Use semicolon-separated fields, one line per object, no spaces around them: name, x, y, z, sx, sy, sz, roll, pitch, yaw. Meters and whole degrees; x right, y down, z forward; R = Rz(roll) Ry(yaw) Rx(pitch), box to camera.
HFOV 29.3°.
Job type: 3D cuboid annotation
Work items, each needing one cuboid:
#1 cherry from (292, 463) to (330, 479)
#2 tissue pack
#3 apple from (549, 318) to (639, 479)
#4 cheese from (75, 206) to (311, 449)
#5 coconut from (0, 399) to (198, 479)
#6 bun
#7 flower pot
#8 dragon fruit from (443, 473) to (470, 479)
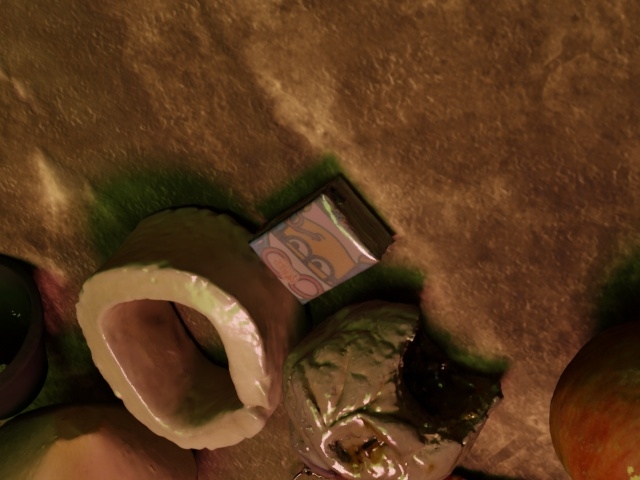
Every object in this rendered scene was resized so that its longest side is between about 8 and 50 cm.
cherry;-0.044;0.441;1.910;0.107;0.090;0.225;43;125;8
tissue pack;0.000;0.000;1.549;0.155;0.065;0.115;-30;105;42
apple;0.409;0.232;1.375;0.250;0.277;0.309;-36;127;2
cheese;-0.165;0.131;1.680;0.292;0.153;0.332;-2;125;30
coconut;-0.357;0.388;1.880;0.352;0.353;0.353;15;131;18
bun;0.073;0.222;1.587;0.281;0.205;0.282;16;132;19
flower pot;-0.523;0.172;1.876;0.269;0.269;0.166;13;153;20
dragon fruit;0.235;0.488;1.726;0.330;0.302;0.240;54;171;17
